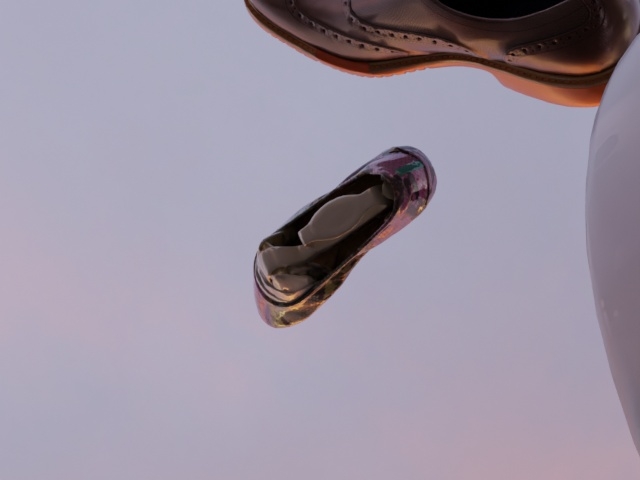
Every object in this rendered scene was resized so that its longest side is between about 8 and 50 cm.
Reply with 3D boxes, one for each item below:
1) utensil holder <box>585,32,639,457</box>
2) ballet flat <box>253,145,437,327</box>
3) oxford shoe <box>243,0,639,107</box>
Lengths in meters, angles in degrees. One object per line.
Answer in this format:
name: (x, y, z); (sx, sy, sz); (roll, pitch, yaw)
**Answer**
utensil holder: (0.295, -0.041, 0.329); (0.327, 0.328, 0.385); (26, -41, -19)
ballet flat: (0.000, 0.000, 1.246); (0.221, 0.077, 0.079); (-40, -17, 34)
oxford shoe: (0.081, -0.205, 1.212); (0.363, 0.130, 0.133); (12, -20, 30)
